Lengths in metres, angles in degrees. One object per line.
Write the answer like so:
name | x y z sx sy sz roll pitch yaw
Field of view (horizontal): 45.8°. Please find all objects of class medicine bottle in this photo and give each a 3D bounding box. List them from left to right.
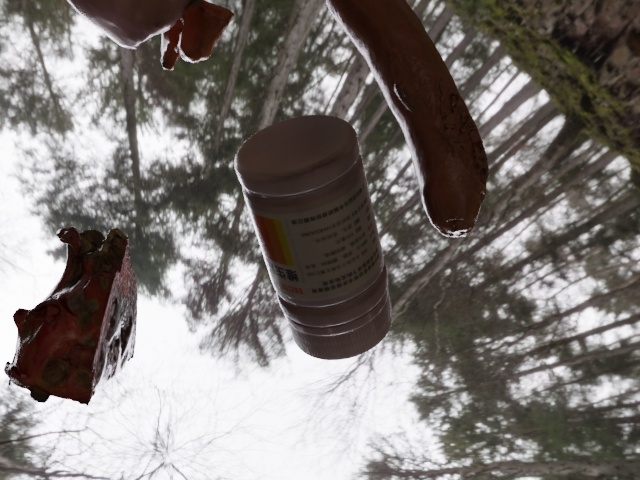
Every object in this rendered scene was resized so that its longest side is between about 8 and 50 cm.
medicine bottle | 0.000 0.000 0.833 0.133 0.250 0.133 -11 -145 8

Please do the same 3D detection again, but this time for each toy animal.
toy animal | -0.215 -0.294 0.726 0.281 0.195 0.169 24 -97 -33

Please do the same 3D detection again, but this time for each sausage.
sausage | 0.097 -0.156 0.796 0.087 0.079 0.327 -31 -109 22

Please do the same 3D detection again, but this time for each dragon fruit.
dragon fruit | -0.310 0.082 0.971 0.134 0.262 0.212 12 -92 -3
